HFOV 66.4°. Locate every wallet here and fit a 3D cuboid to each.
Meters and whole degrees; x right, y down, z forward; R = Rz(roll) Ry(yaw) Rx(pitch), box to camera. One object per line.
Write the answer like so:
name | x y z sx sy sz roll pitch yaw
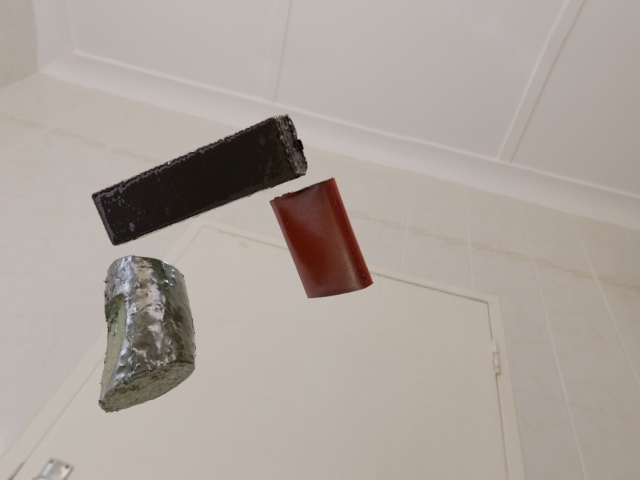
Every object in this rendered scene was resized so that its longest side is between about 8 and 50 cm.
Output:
wallet | 0.000 0.000 0.880 0.142 0.045 0.204 -16 -81 33

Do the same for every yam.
yam | -0.289 0.150 0.824 0.154 0.254 0.153 -9 -40 -8

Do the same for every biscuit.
biscuit | -0.211 -0.099 0.843 0.389 0.073 0.107 -19 -83 16
